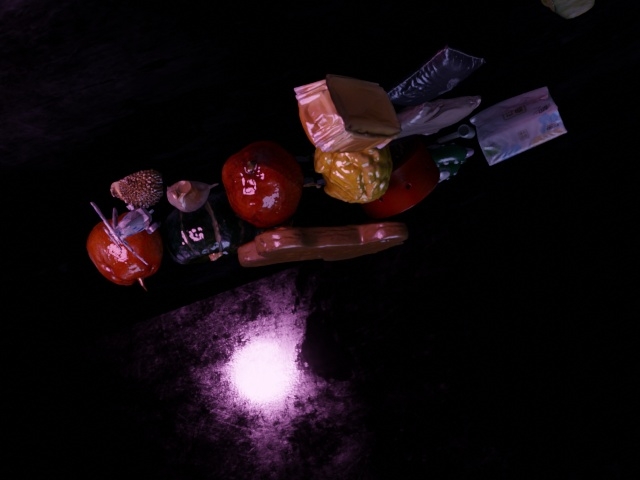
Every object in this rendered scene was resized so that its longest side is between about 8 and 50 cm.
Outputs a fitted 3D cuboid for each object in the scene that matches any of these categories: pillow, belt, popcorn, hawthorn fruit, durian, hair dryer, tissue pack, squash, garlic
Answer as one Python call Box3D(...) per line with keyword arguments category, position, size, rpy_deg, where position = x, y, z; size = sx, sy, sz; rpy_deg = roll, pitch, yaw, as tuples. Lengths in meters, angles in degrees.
Box3D(category="pillow", position=(0.259, -0.301, 1.907), size=(0.270, 0.067, 0.173), rpy_deg=(-15, 171, -46))
Box3D(category="belt", position=(0.184, -0.172, 2.024), size=(0.227, 0.115, 0.324), rpy_deg=(-29, -163, 7))
Box3D(category="popcorn", position=(0.086, -0.192, 1.776), size=(0.200, 0.203, 0.226), rpy_deg=(4, 163, 41))
Box3D(category="hawthorn fruit", position=(-0.137, -0.134, 1.734), size=(0.189, 0.190, 0.251), rpy_deg=(-21, 158, 8))
Box3D(category="durian", position=(-0.385, -0.103, 1.691), size=(0.110, 0.071, 0.140), rpy_deg=(-22, 176, 15))
Box3D(category="hair dryer", position=(0.390, -0.305, 2.296), size=(0.124, 0.038, 0.063), rpy_deg=(-18, 173, 26))
Box3D(category="tissue pack", position=(0.548, -0.338, 2.188), size=(0.229, 0.145, 0.159), rpy_deg=(-22, -156, 17))
Box3D(category="squash", position=(-0.289, -0.028, 2.036), size=(0.252, 0.165, 0.252), rpy_deg=(-21, 172, -3))
Box3D(category="pillow", position=(0.233, -0.341, 1.644), size=(0.141, 0.055, 0.208), rpy_deg=(-2, 161, -44))
Box3D(category="garlic", position=(-0.307, -0.104, 1.856), size=(0.084, 0.066, 0.152), rpy_deg=(-25, 168, 21))
Box3D(category="hawthorn fruit", position=(-0.473, 0.036, 1.916), size=(0.179, 0.201, 0.179), rpy_deg=(-19, 177, -1))

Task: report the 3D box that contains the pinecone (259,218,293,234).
Box3D(category="pinecone", position=(-0.165, -0.046, 2.267), size=(0.173, 0.174, 0.173), rpy_deg=(-19, 171, -3))

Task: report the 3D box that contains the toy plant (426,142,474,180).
Box3D(category="toy plant", position=(0.337, -0.231, 2.362), size=(0.243, 0.113, 0.232), rpy_deg=(-11, 173, 1))

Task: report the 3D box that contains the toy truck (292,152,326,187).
Box3D(category="toy truck", position=(-0.074, -0.165, 1.953), size=(0.191, 0.085, 0.116), rpy_deg=(-10, 177, -34))

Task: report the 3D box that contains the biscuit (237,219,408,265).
Box3D(category="biscuit", position=(0.000, 0.000, 1.942), size=(0.393, 0.076, 0.368), rpy_deg=(-5, 173, -21))

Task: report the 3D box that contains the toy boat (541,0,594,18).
Box3D(category="toy boat", position=(0.446, -0.456, 1.417), size=(0.093, 0.055, 0.293), rpy_deg=(-27, 169, 25))

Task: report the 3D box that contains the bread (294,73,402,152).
Box3D(category="bread", position=(0.057, -0.248, 1.561), size=(0.107, 0.136, 0.241), rpy_deg=(-26, 171, 33))

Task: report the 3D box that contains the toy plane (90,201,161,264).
Box3D(category="toy plane", position=(-0.422, -0.046, 1.709), size=(0.107, 0.182, 0.273), rpy_deg=(-39, 168, -7))
